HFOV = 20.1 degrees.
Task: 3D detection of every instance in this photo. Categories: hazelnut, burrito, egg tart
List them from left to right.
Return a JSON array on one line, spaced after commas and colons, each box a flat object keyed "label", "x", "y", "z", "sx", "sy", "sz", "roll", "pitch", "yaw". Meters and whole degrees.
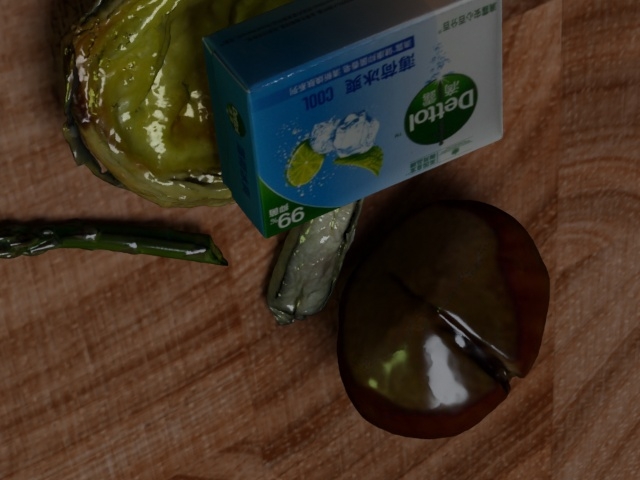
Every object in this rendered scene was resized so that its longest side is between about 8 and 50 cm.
[{"label": "egg tart", "x": -0.060, "y": -0.139, "z": 1.260, "sx": 0.279, "sy": 0.095, "sz": 0.279, "roll": -19, "pitch": 136, "yaw": -19}, {"label": "burrito", "x": 0.000, "y": -0.001, "z": 1.470, "sx": 0.058, "sy": 0.045, "sz": 0.188, "roll": 10, "pitch": 124, "yaw": -16}, {"label": "hazelnut", "x": 0.109, "y": 0.073, "z": 1.525, "sx": 0.181, "sy": 0.181, "sz": 0.212, "roll": 39, "pitch": 87, "yaw": -31}]

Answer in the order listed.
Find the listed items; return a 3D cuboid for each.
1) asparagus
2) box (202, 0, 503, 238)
[{"label": "asparagus", "x": -0.161, "y": 0.002, "z": 1.344, "sx": 0.236, "sy": 0.034, "sz": 0.027, "roll": 3, "pitch": 141, "yaw": -39}, {"label": "box", "x": 0.025, "y": -0.103, "z": 1.227, "sx": 0.194, "sy": 0.073, "sz": 0.139, "roll": -24, "pitch": 138, "yaw": -17}]
